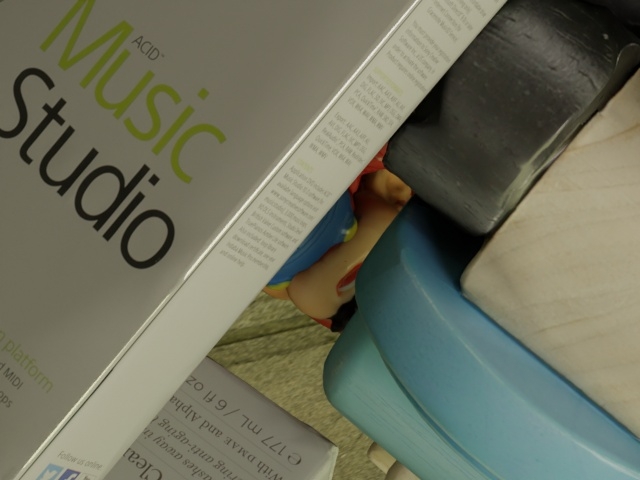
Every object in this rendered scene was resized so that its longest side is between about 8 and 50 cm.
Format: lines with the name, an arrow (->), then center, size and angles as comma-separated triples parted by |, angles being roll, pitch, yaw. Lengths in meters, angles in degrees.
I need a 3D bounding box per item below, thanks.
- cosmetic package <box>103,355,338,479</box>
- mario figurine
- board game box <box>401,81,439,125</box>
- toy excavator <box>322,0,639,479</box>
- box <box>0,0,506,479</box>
cosmetic package -> -0.191, 0.234, 1.089 | 0.385, 0.217, 0.156 | -48, 163, -29
mario figurine -> 0.000, 0.000, 1.070 | 0.198, 0.170, 0.320 | -6, 160, 31
board game box -> -0.031, -0.096, 0.914 | 0.281, 0.145, 0.027 | -32, -172, -1
toy excavator -> 0.107, 0.057, 0.902 | 0.445, 0.222, 0.433 | -52, 175, 32
box -> -0.077, -0.091, 0.678 | 0.322, 0.232, 0.058 | -50, 153, 2
